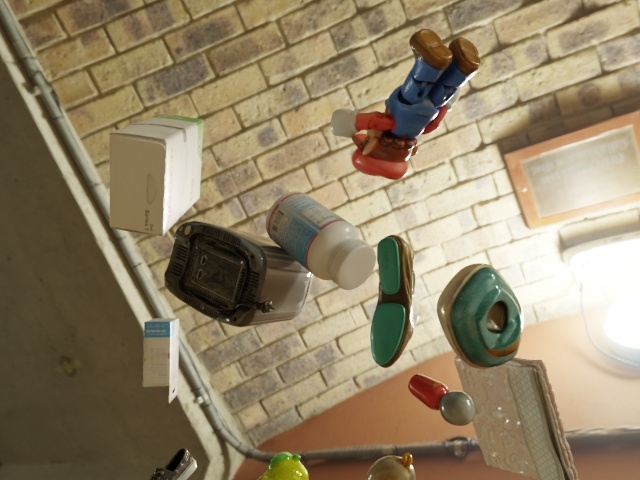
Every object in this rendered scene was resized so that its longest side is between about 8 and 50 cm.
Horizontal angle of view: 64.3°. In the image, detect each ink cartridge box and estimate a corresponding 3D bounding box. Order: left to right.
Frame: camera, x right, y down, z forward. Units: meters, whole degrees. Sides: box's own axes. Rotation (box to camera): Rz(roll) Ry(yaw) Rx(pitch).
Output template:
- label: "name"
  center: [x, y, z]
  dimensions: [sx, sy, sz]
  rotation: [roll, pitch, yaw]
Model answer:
- label: "ink cartridge box"
  center: [-0.275, -0.121, 0.875]
  dimensions: [0.093, 0.160, 0.219]
  rotation: [9, -160, 0]
- label: "ink cartridge box"
  center: [-0.366, 0.274, 1.173]
  dimensions: [0.062, 0.181, 0.104]
  rotation: [0, 175, -5]

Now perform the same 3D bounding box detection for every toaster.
- label: "toaster"
  center: [-0.113, 0.052, 0.770]
  dimensions: [0.227, 0.129, 0.146]
  rotation: [18, -175, 35]

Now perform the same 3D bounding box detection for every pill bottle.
- label: "pill bottle"
  center: [0.000, 0.000, 0.705]
  dimensions: [0.087, 0.087, 0.160]
  rotation: [-31, -135, -23]

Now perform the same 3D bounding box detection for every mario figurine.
- label: "mario figurine"
  center: [0.146, -0.258, 0.972]
  dimensions: [0.320, 0.198, 0.170]
  rotation: [-54, -170, 46]

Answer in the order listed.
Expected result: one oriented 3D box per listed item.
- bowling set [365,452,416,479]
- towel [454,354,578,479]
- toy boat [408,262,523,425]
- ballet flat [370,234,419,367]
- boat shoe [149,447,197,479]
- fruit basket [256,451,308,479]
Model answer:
- label: "bowling set"
  center: [0.072, 0.337, 0.482]
  dimensions: [0.287, 0.200, 0.154]
  rotation: [-53, -124, 11]
- label: "towel"
  center: [0.509, 0.474, 1.368]
  dimensions: [0.053, 0.331, 0.317]
  rotation: [-14, 177, -25]
- label: "toy boat"
  center: [0.318, 0.222, 1.049]
  dimensions: [0.318, 0.267, 0.148]
  rotation: [-52, -146, -13]
- label: "ballet flat"
  center: [0.204, 0.157, 1.332]
  dimensions: [0.116, 0.342, 0.124]
  rotation: [-7, 168, 44]
- label: "boat shoe"
  center: [-0.412, 0.631, 1.344]
  dimensions: [0.080, 0.076, 0.228]
  rotation: [-25, -178, 27]
- label: "fruit basket"
  center: [-0.145, 0.776, 1.354]
  dimensions: [0.283, 0.392, 0.392]
  rotation: [-6, -177, -35]
